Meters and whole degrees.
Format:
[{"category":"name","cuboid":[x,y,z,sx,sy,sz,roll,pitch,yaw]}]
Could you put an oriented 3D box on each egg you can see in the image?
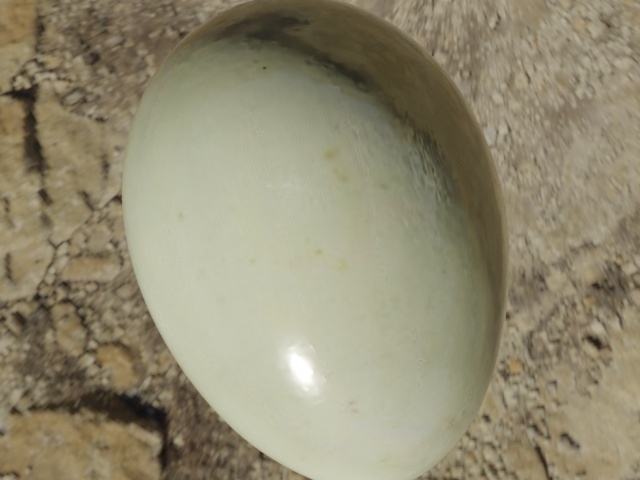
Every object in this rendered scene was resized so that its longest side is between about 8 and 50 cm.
[{"category":"egg","cuboid":[0.000,0.000,0.710,0.188,0.188,0.254,-17,77,9]}]
